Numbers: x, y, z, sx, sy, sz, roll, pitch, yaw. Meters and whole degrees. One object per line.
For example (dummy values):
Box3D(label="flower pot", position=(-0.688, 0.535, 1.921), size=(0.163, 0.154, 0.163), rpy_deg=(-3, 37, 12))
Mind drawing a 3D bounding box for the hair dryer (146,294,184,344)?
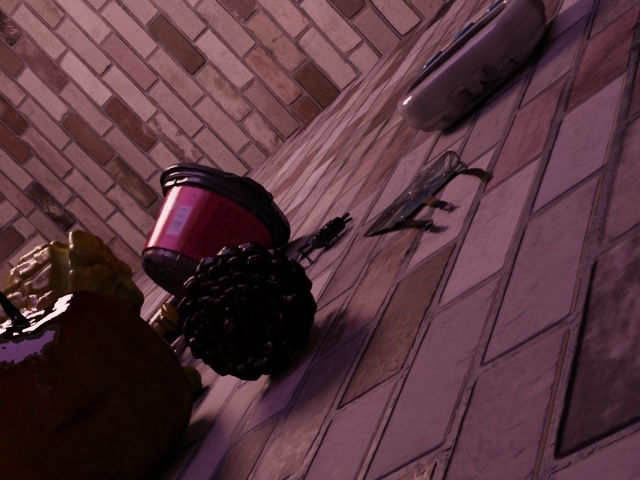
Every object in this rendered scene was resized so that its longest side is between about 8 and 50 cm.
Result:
Box3D(label="hair dryer", position=(-0.321, 0.189, 2.024), size=(0.124, 0.071, 0.219), rpy_deg=(-51, 5, -34))

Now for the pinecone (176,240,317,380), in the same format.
Box3D(label="pinecone", position=(-0.079, 0.078, 1.238), size=(0.163, 0.163, 0.165), rpy_deg=(-41, -3, 16))

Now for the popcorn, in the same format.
Box3D(label="popcorn", position=(-0.449, 0.131, 1.883), size=(0.282, 0.247, 0.282), rpy_deg=(-32, -20, -13))

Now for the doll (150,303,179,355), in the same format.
Box3D(label="doll", position=(-0.369, 0.266, 1.781), size=(0.365, 0.094, 0.160), rpy_deg=(-44, 7, 3))

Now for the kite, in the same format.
Box3D(label="kite", position=(0.142, -0.065, 1.314), size=(0.169, 0.015, 0.310), rpy_deg=(-45, 9, -7))

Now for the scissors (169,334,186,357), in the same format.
Box3D(label="scissors", position=(-0.238, 0.163, 1.888), size=(0.212, 0.021, 0.110), rpy_deg=(-50, 15, -21))

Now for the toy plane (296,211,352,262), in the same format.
Box3D(label="toy plane", position=(0.000, 0.000, 1.578), size=(0.121, 0.031, 0.049), rpy_deg=(-41, 4, 3))

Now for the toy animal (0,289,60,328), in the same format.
Box3D(label="toy animal", position=(-0.363, 0.185, 1.566), size=(0.358, 0.226, 0.188), rpy_deg=(10, -62, -56))

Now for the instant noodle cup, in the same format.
Box3D(label="instant noodle cup", position=(-0.205, 0.008, 1.834), size=(0.181, 0.258, 0.302), rpy_deg=(-64, 4, -24))

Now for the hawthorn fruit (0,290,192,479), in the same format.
Box3D(label="hawthorn fruit", position=(-0.319, 0.189, 1.290), size=(0.268, 0.301, 0.268), rpy_deg=(-41, 6, 6))

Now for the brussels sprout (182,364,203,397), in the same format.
Box3D(label="brussels sprout", position=(-0.197, 0.205, 1.473), size=(0.051, 0.046, 0.083), rpy_deg=(-42, 7, -29))

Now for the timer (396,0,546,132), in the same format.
Box3D(label="timer", position=(0.237, -0.276, 1.597), size=(0.262, 0.087, 0.237), rpy_deg=(-40, 10, 26))
